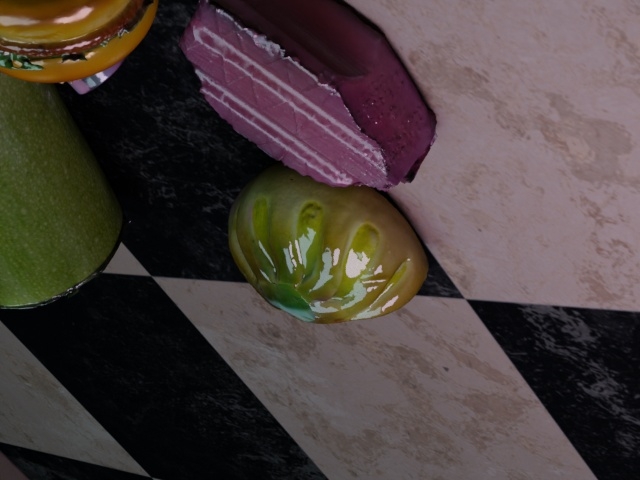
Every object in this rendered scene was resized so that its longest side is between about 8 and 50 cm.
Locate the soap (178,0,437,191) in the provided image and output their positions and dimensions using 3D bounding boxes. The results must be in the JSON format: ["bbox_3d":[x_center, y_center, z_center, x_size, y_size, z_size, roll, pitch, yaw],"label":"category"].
[{"bbox_3d":[-0.009,-0.163,1.669,0.289,0.112,0.182,36,154,-1],"label":"soap"}]

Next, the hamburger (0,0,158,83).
[{"bbox_3d":[-0.290,-0.274,1.693,0.246,0.246,0.170,25,154,20],"label":"hamburger"}]

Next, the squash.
[{"bbox_3d":[-0.447,-0.106,2.122,0.263,0.263,0.384,17,149,33],"label":"squash"}]

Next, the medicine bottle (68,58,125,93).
[{"bbox_3d":[-0.317,-0.266,1.853,0.188,0.119,0.094,48,153,-24],"label":"medicine bottle"}]

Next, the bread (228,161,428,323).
[{"bbox_3d":[-0.012,-0.007,1.888,0.261,0.158,0.156,10,141,37],"label":"bread"}]
